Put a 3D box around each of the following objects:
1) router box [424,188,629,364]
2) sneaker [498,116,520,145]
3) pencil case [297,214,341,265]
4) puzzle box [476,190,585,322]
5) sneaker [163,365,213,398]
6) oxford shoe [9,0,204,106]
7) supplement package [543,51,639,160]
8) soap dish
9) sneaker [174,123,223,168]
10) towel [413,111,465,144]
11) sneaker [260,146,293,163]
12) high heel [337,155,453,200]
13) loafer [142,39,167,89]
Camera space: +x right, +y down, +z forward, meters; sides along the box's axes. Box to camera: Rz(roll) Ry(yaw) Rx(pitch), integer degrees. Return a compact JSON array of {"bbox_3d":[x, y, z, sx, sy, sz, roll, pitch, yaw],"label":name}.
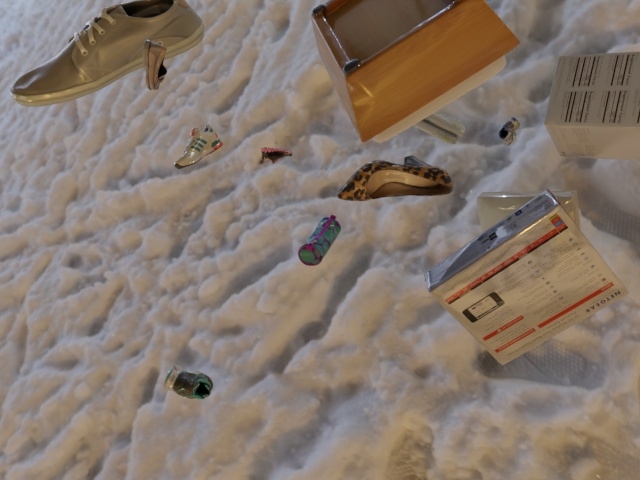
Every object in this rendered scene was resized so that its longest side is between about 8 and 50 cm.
[{"bbox_3d":[0.466,0.099,1.136,0.335,0.301,0.082,-38,22,21],"label":"router box"},{"bbox_3d":[0.625,-0.360,1.662,0.058,0.135,0.052,-32,64,-3],"label":"sneaker"},{"bbox_3d":[0.000,0.000,1.265,0.065,0.070,0.151,20,40,12],"label":"pencil case"},{"bbox_3d":[0.633,0.048,1.474,0.272,0.408,0.052,4,29,42],"label":"puzzle box"},{"bbox_3d":[-0.260,0.312,1.037,0.076,0.166,0.064,18,76,20],"label":"sneaker"},{"bbox_3d":[-0.481,-0.436,1.097,0.450,0.130,0.169,-29,52,-10],"label":"oxford shoe"},{"bbox_3d":[0.578,-0.258,0.968,0.203,0.194,0.149,12,86,36],"label":"supplement package"},{"bbox_3d":[0.110,-0.296,0.713,0.229,0.118,0.290,-30,43,13],"label":"soap dish"},{"bbox_3d":[-0.323,-0.242,1.254,0.057,0.075,0.161,-7,28,43],"label":"sneaker"},{"bbox_3d":[0.372,-0.500,1.908,0.320,0.375,0.090,-68,3,-70],"label":"towel"},{"bbox_3d":[-0.158,-0.304,1.771,0.120,0.047,0.057,5,103,8],"label":"sneaker"},{"bbox_3d":[0.187,-0.132,1.219,0.261,0.093,0.186,-24,38,-17],"label":"high heel"},{"bbox_3d":[-0.296,-0.310,0.893,0.039,0.125,0.045,8,72,-11],"label":"loafer"}]
